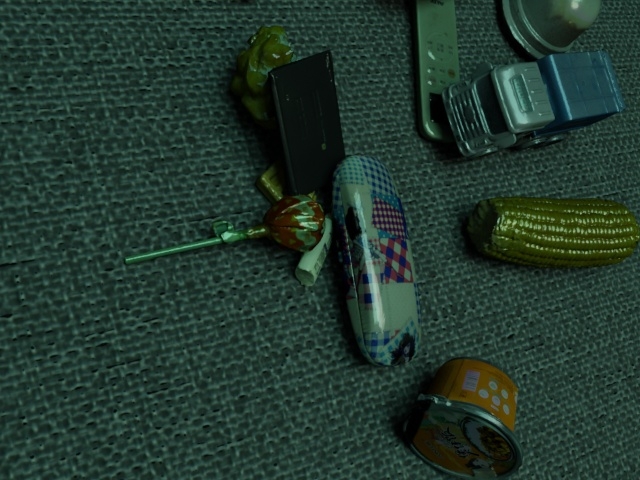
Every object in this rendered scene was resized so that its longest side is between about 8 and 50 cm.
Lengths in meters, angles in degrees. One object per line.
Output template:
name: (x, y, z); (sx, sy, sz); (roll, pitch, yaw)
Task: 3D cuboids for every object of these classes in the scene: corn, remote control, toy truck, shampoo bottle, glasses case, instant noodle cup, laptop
corn: (0.412, -0.015, 1.299); (0.345, 0.131, 0.131); (2, 75, -26)
remote control: (0.207, -0.321, 1.325); (0.090, 0.038, 0.309); (8, 73, -26)
toy truck: (0.385, -0.246, 1.308); (0.367, 0.175, 0.146); (-17, 86, -39)
shampoo bottle: (0.000, 0.000, 1.120); (0.034, 0.049, 0.141); (11, 57, 22)
glasses case: (0.087, 0.028, 1.127); (0.125, 0.076, 0.327); (0, 79, -48)
instant noodle cup: (0.222, 0.256, 1.104); (0.125, 0.178, 0.208); (-62, 139, -43)
laptop: (-0.012, -0.170, 1.087); (0.135, 0.016, 0.197); (-32, 124, -39)

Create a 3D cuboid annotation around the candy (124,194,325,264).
candy: (-0.129, -0.001, 1.033); (0.288, 0.084, 0.078); (-14, 45, -15)

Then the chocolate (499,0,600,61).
chocolate: (0.468, -0.451, 1.441); (0.221, 0.147, 0.221); (7, 75, -29)

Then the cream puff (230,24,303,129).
cream puff: (-0.071, -0.246, 1.116); (0.121, 0.156, 0.156); (-41, 106, 14)

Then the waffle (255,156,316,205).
waffle: (-0.003, -0.107, 1.153); (0.125, 0.032, 0.191); (49, 61, -6)
